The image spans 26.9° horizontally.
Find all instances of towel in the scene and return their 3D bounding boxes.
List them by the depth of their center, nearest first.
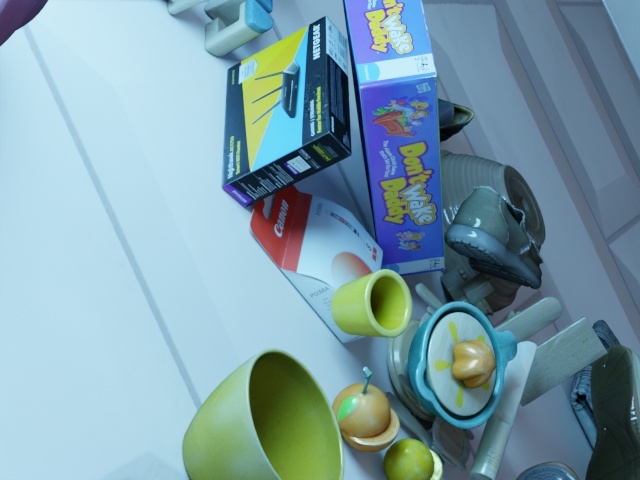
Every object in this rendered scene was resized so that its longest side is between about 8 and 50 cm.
[{"bbox_3d":[0.485,0.311,2.081,0.324,0.056,0.312,59,23,-6],"label":"towel"}]

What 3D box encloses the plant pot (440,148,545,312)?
[{"bbox_3d":[0.231,-0.029,1.823,0.237,0.110,0.237,43,32,-36],"label":"plant pot"}]

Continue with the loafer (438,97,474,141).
[{"bbox_3d":[0.158,-0.180,1.876,0.170,0.061,0.062,-3,70,-62],"label":"loafer"}]

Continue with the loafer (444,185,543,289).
[{"bbox_3d":[0.226,-0.003,1.634,0.087,0.094,0.251,-70,158,-6],"label":"loafer"}]

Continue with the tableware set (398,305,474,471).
[{"bbox_3d":[0.142,0.164,1.502,0.141,0.020,0.168,52,40,-17],"label":"tableware set"}]

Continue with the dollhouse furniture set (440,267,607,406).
[{"bbox_3d":[0.251,0.092,1.676,0.144,0.123,0.151,56,4,-18],"label":"dollhouse furniture set"}]

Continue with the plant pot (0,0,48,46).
[{"bbox_3d":[-0.274,-0.212,0.948,0.201,0.201,0.180,64,10,-1],"label":"plant pot"}]

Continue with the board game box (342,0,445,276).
[{"bbox_3d":[0.081,-0.150,1.498,0.347,0.078,0.233,80,3,-55],"label":"board game box"}]

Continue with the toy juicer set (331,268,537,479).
[{"bbox_3d":[0.143,0.168,1.410,0.329,0.089,0.209,22,67,-41],"label":"toy juicer set"}]

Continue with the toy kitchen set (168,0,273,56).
[{"bbox_3d":[-0.103,-0.329,1.441,0.166,0.122,0.207,41,33,-40],"label":"toy kitchen set"}]

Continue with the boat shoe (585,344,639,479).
[{"bbox_3d":[0.439,0.298,1.868,0.098,0.109,0.302,25,54,-31],"label":"boat shoe"}]

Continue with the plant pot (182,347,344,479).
[{"bbox_3d":[-0.057,0.168,1.104,0.134,0.095,0.134,43,33,-38],"label":"plant pot"}]

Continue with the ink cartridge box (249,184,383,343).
[{"bbox_3d":[0.000,0.000,1.430,0.179,0.045,0.145,53,27,-27],"label":"ink cartridge box"}]

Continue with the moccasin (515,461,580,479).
[{"bbox_3d":[0.319,0.436,1.532,0.380,0.139,0.147,64,19,6],"label":"moccasin"}]

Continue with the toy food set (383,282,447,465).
[{"bbox_3d":[0.114,0.152,1.525,0.132,0.038,0.192,47,41,-22],"label":"toy food set"}]

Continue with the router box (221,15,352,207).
[{"bbox_3d":[-0.035,-0.134,1.378,0.046,0.133,0.179,44,32,-38],"label":"router box"}]
